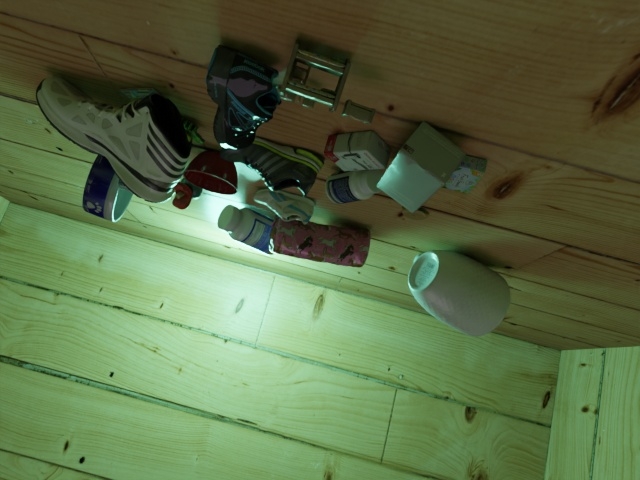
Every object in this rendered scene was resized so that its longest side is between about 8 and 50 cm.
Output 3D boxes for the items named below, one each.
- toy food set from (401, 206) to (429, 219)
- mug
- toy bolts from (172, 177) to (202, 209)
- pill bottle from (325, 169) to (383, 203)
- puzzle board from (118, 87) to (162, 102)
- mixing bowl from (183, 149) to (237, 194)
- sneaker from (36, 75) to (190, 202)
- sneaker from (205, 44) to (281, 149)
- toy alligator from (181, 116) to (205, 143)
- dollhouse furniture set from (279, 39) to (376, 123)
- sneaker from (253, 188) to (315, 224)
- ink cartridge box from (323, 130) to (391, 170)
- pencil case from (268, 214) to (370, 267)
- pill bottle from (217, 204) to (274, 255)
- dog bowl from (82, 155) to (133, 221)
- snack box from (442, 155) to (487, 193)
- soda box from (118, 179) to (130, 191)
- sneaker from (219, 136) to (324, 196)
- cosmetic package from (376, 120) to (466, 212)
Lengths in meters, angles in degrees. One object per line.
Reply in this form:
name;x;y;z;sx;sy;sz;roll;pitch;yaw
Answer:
toy food set;0.304;-0.089;1.609;0.083;0.020;0.082;4;162;39
mug;0.499;0.166;1.960;0.328;0.276;0.374;28;-168;-25
toy bolts;-0.520;-0.233;1.792;0.229;0.158;0.218;21;128;19
pill bottle;0.098;-0.158;1.410;0.094;0.094;0.169;25;163;-33
puzzle board;-0.462;-0.376;1.333;0.128;0.011;0.096;7;164;27
mixing bowl;-0.339;-0.226;1.594;0.181;0.098;0.181;15;166;4
sneaker;-0.519;-0.333;1.311;0.447;0.169;0.257;41;121;-4
sneaker;-0.165;-0.289;1.124;0.140;0.125;0.341;16;166;0
toy alligator;-0.405;-0.327;1.377;0.190;0.056;0.051;25;134;-15
dollhouse furniture set;0.019;-0.310;0.996;0.182;0.101;0.161;17;-170;-9
sneaker;-0.138;-0.124;1.788;0.229;0.092;0.087;14;167;11
ink cartridge box;0.093;-0.222;1.250;0.135;0.056;0.099;3;161;40
pencil case;0.000;0.000;1.901;0.386;0.167;0.160;12;177;-11
pill bottle;-0.294;-0.049;2.108;0.272;0.152;0.152;27;162;-37
dog bowl;-0.721;-0.204;1.737;0.104;0.265;0.265;21;165;-11
snack box;0.342;-0.167;1.239;0.100;0.037;0.141;13;165;5
soda box;-0.585;-0.247;1.595;0.058;0.183;0.063;19;164;-14
sneaker;-0.148;-0.210;1.410;0.300;0.121;0.111;13;165;9
cosmetic package;0.230;-0.164;1.178;0.127;0.107;0.238;38;163;1
